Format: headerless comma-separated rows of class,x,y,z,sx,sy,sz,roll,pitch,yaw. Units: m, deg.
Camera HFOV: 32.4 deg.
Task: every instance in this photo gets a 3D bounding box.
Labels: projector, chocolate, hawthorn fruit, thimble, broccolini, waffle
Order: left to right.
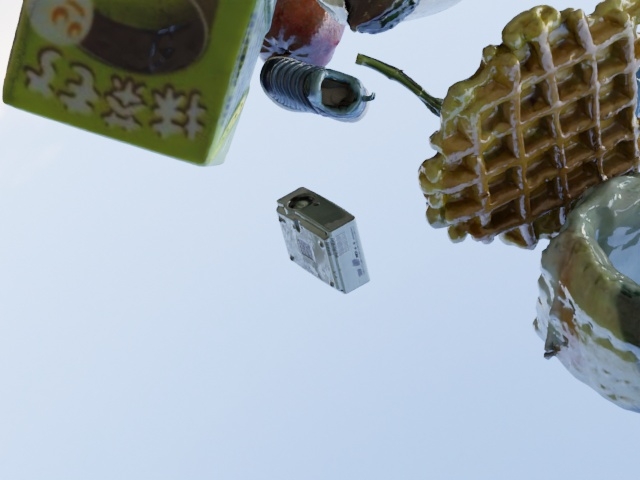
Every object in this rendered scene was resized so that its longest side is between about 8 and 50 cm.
chocolate,-0.222,-0.254,1.341,0.137,0.300,0.289,-88,-164,-72
hawthorn fruit,-0.027,-0.363,1.742,0.157,0.157,0.194,10,-117,41
projector,0.000,0.000,1.596,0.061,0.115,0.147,-28,-147,-23
broccolini,0.162,-0.245,1.822,0.054,0.239,0.051,-61,-176,-36
waffle,0.236,-0.107,1.122,0.281,0.301,0.058,-9,-138,-23
thimble,0.360,0.054,1.098,0.288,0.167,0.254,2,-135,8

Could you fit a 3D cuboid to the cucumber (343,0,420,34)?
cucumber,0.122,-0.331,1.158,0.096,0.096,0.359,9,-135,41

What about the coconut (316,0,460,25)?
coconut,0.103,-0.409,1.483,0.237,0.238,0.265,12,-150,42

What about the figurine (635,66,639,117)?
figurine,0.484,-0.239,1.865,0.153,0.180,0.262,-27,177,42

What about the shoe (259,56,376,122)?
shoe,-0.005,-0.184,1.341,0.071,0.142,0.064,176,-69,-81
